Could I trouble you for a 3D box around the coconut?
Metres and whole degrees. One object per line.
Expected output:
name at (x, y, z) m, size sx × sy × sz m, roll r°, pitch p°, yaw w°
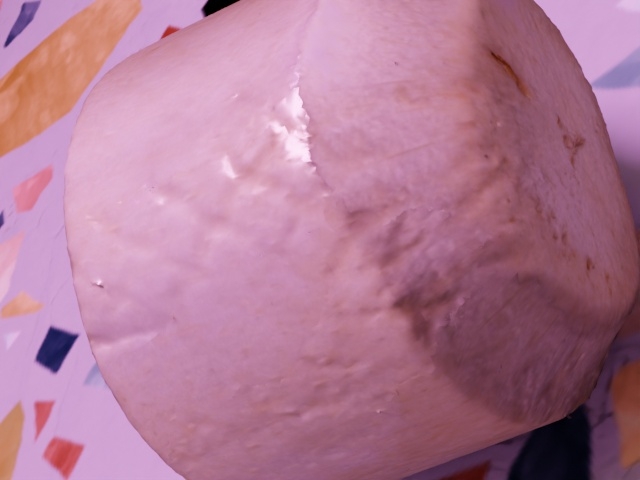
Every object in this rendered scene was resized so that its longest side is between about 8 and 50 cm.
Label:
coconut at (0.000, 0.000, 0.571) m, size 0.222 × 0.202 × 0.202 m, roll -24°, pitch 44°, yaw 32°
